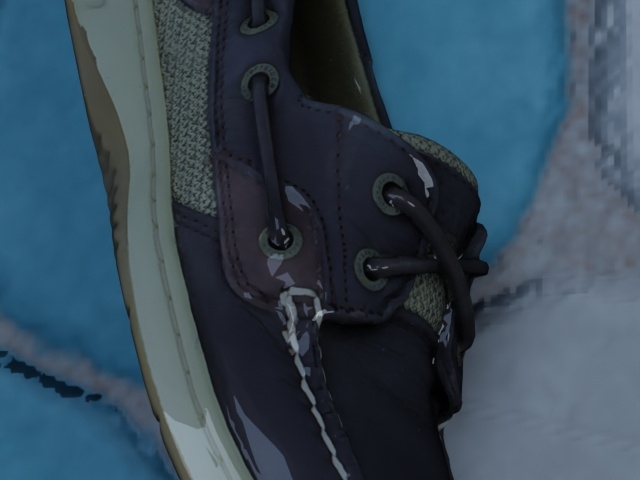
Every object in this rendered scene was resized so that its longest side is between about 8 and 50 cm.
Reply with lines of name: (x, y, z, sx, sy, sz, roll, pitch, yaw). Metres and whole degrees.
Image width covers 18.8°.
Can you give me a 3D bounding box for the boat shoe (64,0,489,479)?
boat shoe: (0.000, 0.000, 0.541, 0.092, 0.103, 0.285, -29, 53, 12)
